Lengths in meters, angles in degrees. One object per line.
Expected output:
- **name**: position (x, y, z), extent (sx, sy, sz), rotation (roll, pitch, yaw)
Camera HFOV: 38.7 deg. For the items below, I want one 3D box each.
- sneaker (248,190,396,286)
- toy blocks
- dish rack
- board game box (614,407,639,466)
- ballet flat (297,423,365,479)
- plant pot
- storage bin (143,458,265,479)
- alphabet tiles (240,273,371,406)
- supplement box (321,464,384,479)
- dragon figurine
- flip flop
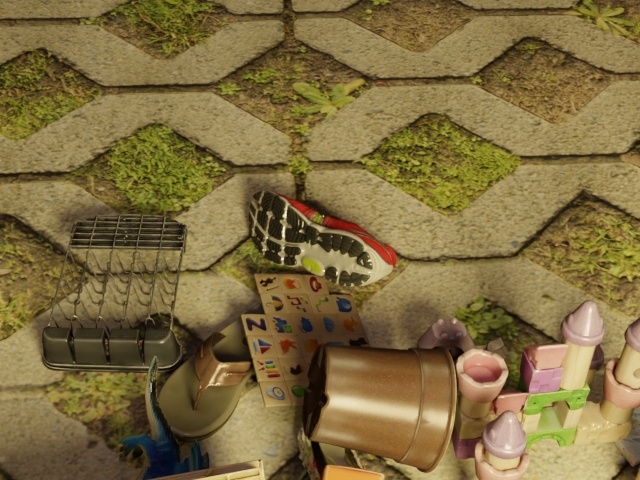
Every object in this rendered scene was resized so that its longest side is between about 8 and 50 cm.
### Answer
- **sneaker**: position (0.000, 0.000, 1.476), extent (0.279, 0.107, 0.118), rotation (29, 22, 31)
- **toy blocks**: position (0.303, 0.165, 1.194), extent (0.289, 0.260, 0.309), rotation (-5, 38, -8)
- **dish rack**: position (-0.308, 0.072, 1.411), extent (0.208, 0.074, 0.271), rotation (2, 49, -2)
- **board game box**: position (0.456, 0.267, 1.307), extent (0.090, 0.020, 0.090), rotation (-19, 52, -17)
- **ballet flat**: position (0.030, 0.328, 1.204), extent (0.091, 0.077, 0.241), rotation (-19, 54, -18)
- **plant pot**: position (0.069, 0.208, 1.188), extent (0.165, 0.167, 0.167), rotation (10, 50, -11)
- **storage bin**: position (-0.170, 0.406, 1.033), extent (0.260, 0.123, 0.262), rotation (-8, 81, -8)
- **alphabet tiles**: position (-0.019, 0.142, 1.358), extent (0.198, 0.009, 0.237), rotation (2, 47, -26)
- **supplement box**: position (0.024, 0.394, 1.098), extent (0.080, 0.078, 0.233), rotation (10, 75, 1)
- **dragon figurine**: position (-0.189, 0.305, 1.186), extent (0.144, 0.085, 0.289), rotation (6, 66, 7)
- **flip flop**: position (-0.135, 0.174, 1.323), extent (0.112, 0.080, 0.277), rotation (33, 56, 22)
